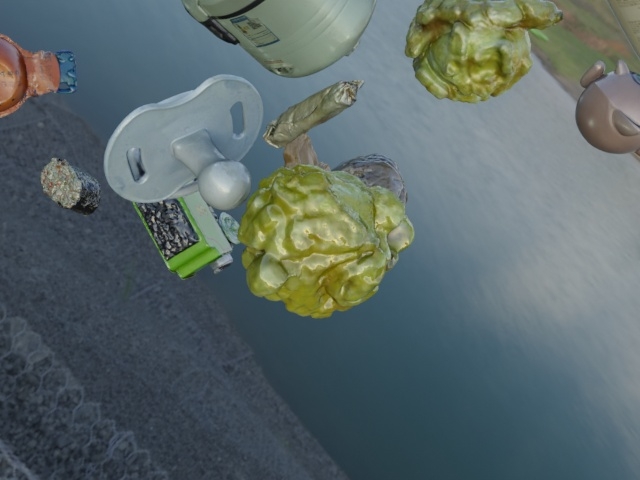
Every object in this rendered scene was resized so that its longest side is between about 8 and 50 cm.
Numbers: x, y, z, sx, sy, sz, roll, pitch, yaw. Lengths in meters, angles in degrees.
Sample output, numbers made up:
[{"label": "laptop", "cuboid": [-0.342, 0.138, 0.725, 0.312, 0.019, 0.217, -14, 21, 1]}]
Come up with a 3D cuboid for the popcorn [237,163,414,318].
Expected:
[{"label": "popcorn", "cuboid": [0.000, 0.000, 0.981, 0.235, 0.242, 0.250, 36, 6, 27]}]

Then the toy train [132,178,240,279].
[{"label": "toy train", "cuboid": [-0.346, -0.050, 1.729, 0.307, 0.173, 0.249, 61, 16, 1]}]

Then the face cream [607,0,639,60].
[{"label": "face cream", "cuboid": [0.668, -0.412, 1.214, 0.348, 0.173, 0.081, 29, 58, -42]}]

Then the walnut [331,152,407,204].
[{"label": "walnut", "cuboid": [0.109, -0.118, 1.655, 0.224, 0.224, 0.224, 30, 30, -20]}]

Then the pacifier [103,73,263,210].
[{"label": "pacifier", "cuboid": [-0.192, -0.125, 1.041, 0.287, 0.238, 0.226, -25, 54, -23]}]

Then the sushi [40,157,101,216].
[{"label": "sushi", "cuboid": [-0.543, -0.119, 1.402, 0.150, 0.091, 0.078, 37, 8, 32]}]

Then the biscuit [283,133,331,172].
[{"label": "biscuit", "cuboid": [-0.020, -0.032, 1.323, 0.269, 0.051, 0.376, -28, 114, -61]}]

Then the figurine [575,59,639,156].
[{"label": "figurine", "cuboid": [0.427, -0.182, 0.915, 0.125, 0.125, 0.138, 13, 42, -41]}]

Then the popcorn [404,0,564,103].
[{"label": "popcorn", "cuboid": [0.376, -0.472, 1.560, 0.335, 0.279, 0.274, 16, 27, 6]}]

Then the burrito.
[{"label": "burrito", "cuboid": [-0.013, -0.181, 0.915, 0.045, 0.188, 0.058, 53, 41, -20]}]

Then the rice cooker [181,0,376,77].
[{"label": "rice cooker", "cuboid": [-0.060, -0.354, 0.861, 0.244, 0.226, 0.226, 30, 27, -49]}]

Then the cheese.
[{"label": "cheese", "cuboid": [-0.754, -0.400, 1.559, 0.329, 0.217, 0.129, -14, 29, -34]}]
